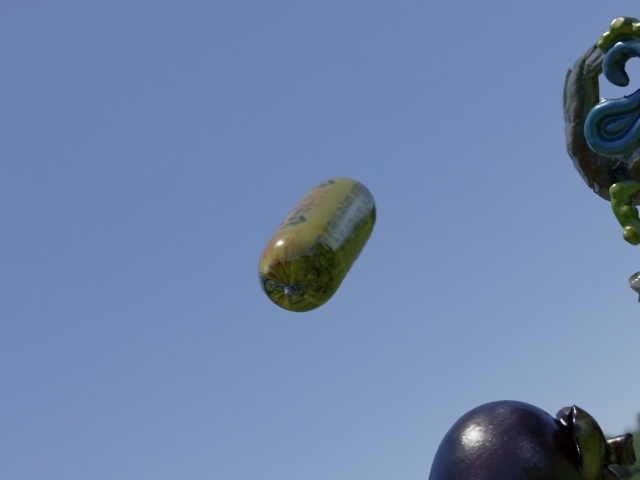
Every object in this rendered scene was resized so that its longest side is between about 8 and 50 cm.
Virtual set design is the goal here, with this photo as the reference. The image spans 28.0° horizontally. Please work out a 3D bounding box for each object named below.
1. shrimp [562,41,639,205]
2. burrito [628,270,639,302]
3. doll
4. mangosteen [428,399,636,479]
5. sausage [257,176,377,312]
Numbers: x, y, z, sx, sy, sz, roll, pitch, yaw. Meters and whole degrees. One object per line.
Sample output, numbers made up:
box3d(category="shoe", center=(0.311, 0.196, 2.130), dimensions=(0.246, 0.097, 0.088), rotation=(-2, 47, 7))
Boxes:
box3d(category="shrimp", center=(0.459, -0.197, 1.811), dimensions=(0.085, 0.247, 0.360), rotation=(-27, -23, -37))
box3d(category="burrito", center=(0.520, 0.016, 1.661), dimensions=(0.275, 0.059, 0.082), rotation=(-33, 5, 36))
box3d(category="doll", center=(0.467, -0.151, 1.477), dimensions=(0.099, 0.341, 0.346), rotation=(-1, -25, -46))
box3d(category="mangosteen", center=(0.262, 0.298, 1.568), dimensions=(0.265, 0.228, 0.228), rotation=(-26, -16, 2))
box3d(category="sausage", center=(0.000, 0.000, 1.875), dimensions=(0.123, 0.123, 0.347), rotation=(-41, 7, 28))
